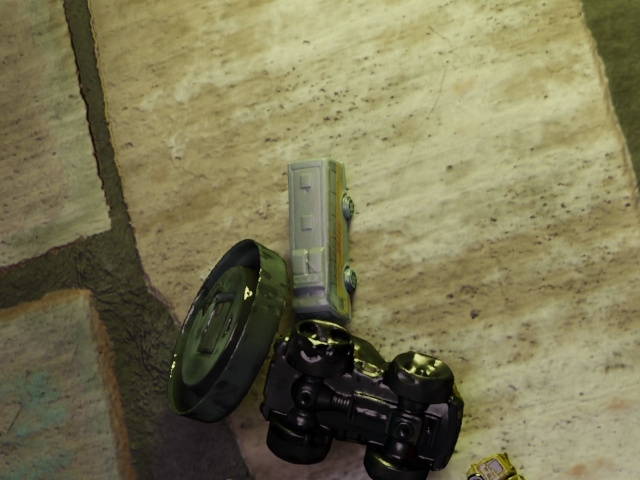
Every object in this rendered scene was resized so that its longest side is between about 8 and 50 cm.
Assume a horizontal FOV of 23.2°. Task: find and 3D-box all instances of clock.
[{"bbox_3d":[-0.105,0.103,1.758,0.042,0.215,0.215,25,91,-20],"label":"clock"}]

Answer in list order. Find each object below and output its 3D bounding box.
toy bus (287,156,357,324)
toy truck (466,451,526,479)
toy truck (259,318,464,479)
[{"bbox_3d":[0.000,0.000,1.789,0.064,0.075,0.190,-6,77,21],"label":"toy bus"},{"bbox_3d":[0.195,0.269,1.674,0.054,0.049,0.083,-38,70,10],"label":"toy truck"},{"bbox_3d":[0.050,0.164,1.706,0.224,0.165,0.147,16,110,10],"label":"toy truck"}]
